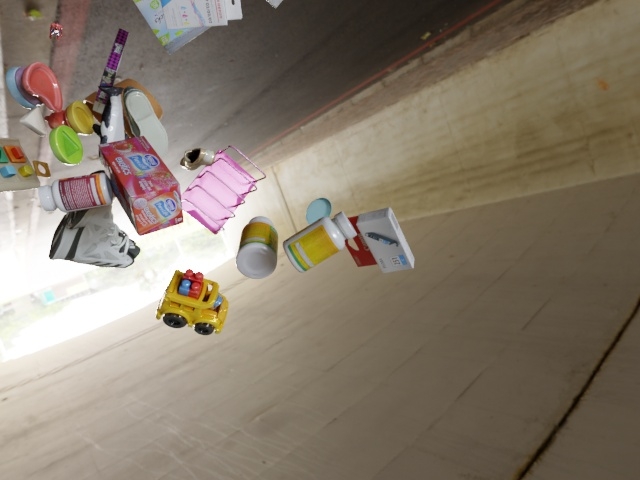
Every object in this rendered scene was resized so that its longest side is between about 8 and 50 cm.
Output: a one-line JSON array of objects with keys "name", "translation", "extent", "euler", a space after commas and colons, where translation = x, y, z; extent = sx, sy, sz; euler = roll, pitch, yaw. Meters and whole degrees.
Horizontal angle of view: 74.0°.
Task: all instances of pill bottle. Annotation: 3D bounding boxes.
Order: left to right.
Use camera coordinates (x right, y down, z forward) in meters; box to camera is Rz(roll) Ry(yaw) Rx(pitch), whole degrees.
[{"name": "pill bottle", "translation": [-0.609, -0.117, 1.063], "extent": [0.152, 0.086, 0.086], "euler": [-12, -175, -17]}, {"name": "pill bottle", "translation": [-0.216, 0.013, 1.484], "extent": [0.137, 0.136, 0.245], "euler": [-20, -150, 7]}, {"name": "pill bottle", "translation": [0.000, 0.000, 1.294], "extent": [0.208, 0.117, 0.117], "euler": [-32, -174, 7]}]

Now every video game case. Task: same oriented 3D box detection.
[{"name": "video game case", "translation": [-0.751, -0.606, 1.521], "extent": [0.042, 0.232, 0.210], "euler": [18, 142, -30]}]

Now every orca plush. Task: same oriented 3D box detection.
[{"name": "orca plush", "translation": [-0.744, -0.386, 1.451], "extent": [0.102, 0.287, 0.151], "euler": [13, -144, 1]}]

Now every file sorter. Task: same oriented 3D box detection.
[{"name": "file sorter", "translation": [-0.380, -0.197, 1.653], "extent": [0.290, 0.202, 0.182], "euler": [-56, -157, -17]}]

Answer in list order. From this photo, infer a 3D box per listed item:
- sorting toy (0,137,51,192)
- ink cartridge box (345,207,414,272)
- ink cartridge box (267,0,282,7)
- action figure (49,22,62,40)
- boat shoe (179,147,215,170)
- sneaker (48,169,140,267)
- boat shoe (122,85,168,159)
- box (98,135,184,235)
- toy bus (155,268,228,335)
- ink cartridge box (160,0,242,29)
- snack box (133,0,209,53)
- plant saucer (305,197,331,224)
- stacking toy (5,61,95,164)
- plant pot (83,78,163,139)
[{"name": "sorting toy", "translation": [-1.107, -0.278, 1.523], "extent": [0.047, 0.195, 0.347], "euler": [-18, -172, 13]}, {"name": "ink cartridge box", "translation": [0.211, 0.016, 1.729], "extent": [0.261, 0.296, 0.066], "euler": [-11, -140, 27]}, {"name": "ink cartridge box", "translation": [-0.236, -1.142, 1.721], "extent": [0.197, 0.198, 0.270], "euler": [-40, 160, 22]}, {"name": "action figure", "translation": [-0.911, -0.720, 1.463], "extent": [0.038, 0.030, 0.115], "euler": [5, 176, -35]}, {"name": "boat shoe", "translation": [-0.398, -0.261, 1.329], "extent": [0.170, 0.062, 0.059], "euler": [-5, 165, 42]}, {"name": "sneaker", "translation": [-0.712, -0.052, 1.439], "extent": [0.258, 0.169, 0.447], "euler": [20, 135, -38]}, {"name": "boat shoe", "translation": [-0.696, -0.460, 1.684], "extent": [0.116, 0.099, 0.319], "euler": [-29, 145, -21]}, {"name": "box", "translation": [-0.462, -0.147, 1.094], "extent": [0.123, 0.128, 0.257], "euler": [-22, -129, -30]}, {"name": "toy bus", "translation": [-0.389, 0.180, 1.353], "extent": [0.149, 0.220, 0.211], "euler": [-85, -160, -45]}, {"name": "ink cartridge box", "translation": [-0.283, -0.571, 1.011], "extent": [0.182, 0.104, 0.061], "euler": [-8, -142, -7]}, {"name": "snack box", "translation": [-0.457, -0.716, 1.302], "extent": [0.175, 0.207, 0.070], "euler": [-34, -179, 2]}, {"name": "plant saucer", "translation": [-0.011, -0.112, 1.620], "extent": [0.119, 0.119, 0.021], "euler": [-24, -140, -26]}, {"name": "stacking toy", "translation": [-0.916, -0.401, 1.408], "extent": [0.131, 0.279, 0.309], "euler": [-10, 152, 7]}, {"name": "plant pot", "translation": [-0.830, -0.556, 1.836], "extent": [0.203, 0.291, 0.291], "euler": [-52, -162, -16]}]
